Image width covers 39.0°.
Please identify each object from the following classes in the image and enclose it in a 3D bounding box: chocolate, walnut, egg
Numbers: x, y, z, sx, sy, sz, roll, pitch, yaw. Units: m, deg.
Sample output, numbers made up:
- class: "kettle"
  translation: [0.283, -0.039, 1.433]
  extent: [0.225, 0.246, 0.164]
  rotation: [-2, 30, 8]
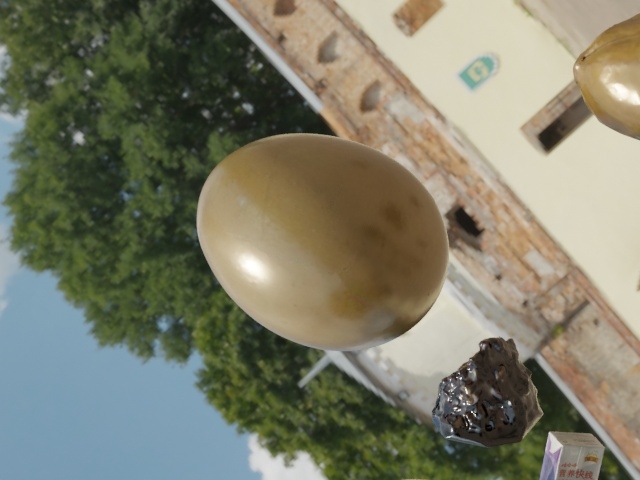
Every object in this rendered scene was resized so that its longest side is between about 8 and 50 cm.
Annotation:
- class: "chocolate"
  translation: [0.318, 0.269, 1.774]
  extent: [0.224, 0.206, 0.177]
  rotation: [-24, -67, -52]
- class: "walnut"
  translation: [0.341, -0.130, 0.772]
  extent: [0.245, 0.137, 0.137]
  rotation: [15, -171, 13]
- class: "egg"
  translation: [0.000, 0.000, 1.305]
  extent: [0.374, 0.301, 0.301]
  rotation: [17, -169, 11]

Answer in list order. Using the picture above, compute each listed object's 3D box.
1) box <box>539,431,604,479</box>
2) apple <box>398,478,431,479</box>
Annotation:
- class: "box"
  translation: [0.249, 0.254, 0.915]
  extent: [0.051, 0.117, 0.036]
  rotation: [8, -169, -11]
- class: "apple"
  translation: [0.119, 0.438, 0.973]
  extent: [0.305, 0.338, 0.338]
  rotation: [32, -171, 20]
